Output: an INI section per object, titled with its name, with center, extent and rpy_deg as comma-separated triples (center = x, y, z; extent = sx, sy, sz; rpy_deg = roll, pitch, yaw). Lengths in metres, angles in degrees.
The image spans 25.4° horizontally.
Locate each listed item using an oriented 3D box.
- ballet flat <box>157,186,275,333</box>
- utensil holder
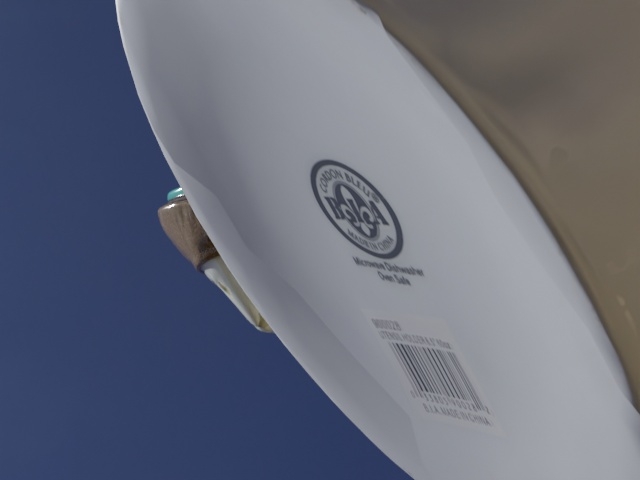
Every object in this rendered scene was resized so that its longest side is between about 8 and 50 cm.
[ballet flat]
center = 0.000, 0.000, 1.001
extent = 0.116, 0.342, 0.124
rpy_deg = 5, -103, -45
[utensil holder]
center = 0.154, -0.104, 0.597
extent = 0.385, 0.327, 0.328
rpy_deg = -36, -59, -20
